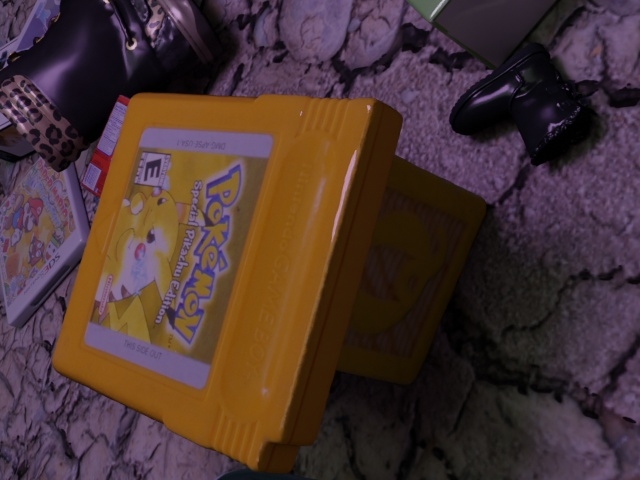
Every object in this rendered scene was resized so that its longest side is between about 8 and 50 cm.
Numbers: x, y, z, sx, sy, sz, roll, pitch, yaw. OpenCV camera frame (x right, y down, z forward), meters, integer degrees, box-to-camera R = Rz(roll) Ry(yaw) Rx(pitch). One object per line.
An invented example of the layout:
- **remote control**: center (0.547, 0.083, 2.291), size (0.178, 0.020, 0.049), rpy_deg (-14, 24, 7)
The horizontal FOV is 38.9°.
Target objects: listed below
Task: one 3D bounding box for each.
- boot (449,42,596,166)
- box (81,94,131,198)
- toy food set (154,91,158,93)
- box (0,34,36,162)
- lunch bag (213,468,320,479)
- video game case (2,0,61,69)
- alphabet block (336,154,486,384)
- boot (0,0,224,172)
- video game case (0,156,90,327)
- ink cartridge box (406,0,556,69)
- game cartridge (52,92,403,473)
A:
- **boot**: center (0.180, -0.109, 0.815), size (0.121, 0.045, 0.099), rpy_deg (-40, 54, 26)
- **box**: center (-0.159, -0.069, 1.074), size (0.257, 0.122, 0.128), rpy_deg (29, 97, 46)
- **toy food set**: center (-0.259, -0.218, 1.301), size (0.082, 0.020, 0.083), rpy_deg (-48, 47, 21)
- **box**: center (-0.446, -0.246, 1.448), size (0.290, 0.087, 0.169), rpy_deg (-16, 65, 40)
- **lunch bag**: center (-0.080, 0.304, 0.761), size (0.223, 0.262, 0.160), rpy_deg (-40, 51, 26)
- **video game case**: center (-0.344, -0.286, 1.311), size (0.183, 0.023, 0.201), rpy_deg (17, 74, 10)
- **alphabet block**: center (0.000, 0.000, 0.847), size (0.197, 0.192, 0.193), rpy_deg (25, 96, 47)
- **boot**: center (-0.339, -0.287, 1.226), size (0.284, 0.138, 0.377), rpy_deg (-43, 66, -4)
- **video game case**: center (-0.435, -0.015, 1.397), size (0.206, 0.026, 0.227), rpy_deg (-44, 49, 24)
- **ink cartridge box**: center (0.119, -0.361, 0.908), size (0.207, 0.119, 0.353), rpy_deg (-50, 47, 20)
- **game cartridge**: center (-0.096, 0.014, 0.764), size (0.323, 0.052, 0.285), rpy_deg (10, 83, 47)
